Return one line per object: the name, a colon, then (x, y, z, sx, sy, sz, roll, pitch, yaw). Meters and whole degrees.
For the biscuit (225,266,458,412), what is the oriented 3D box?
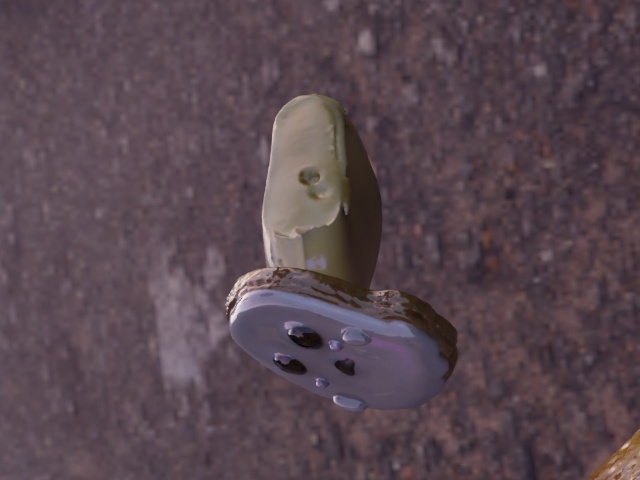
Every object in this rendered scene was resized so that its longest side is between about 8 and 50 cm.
biscuit: (0.014, 0.092, 1.438, 0.181, 0.208, 0.049, 92, -166, -58)

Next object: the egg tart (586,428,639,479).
egg tart: (0.267, 0.182, 1.025, 0.215, 0.171, 0.215, 51, 159, 28)

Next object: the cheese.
cheese: (0.000, 0.000, 1.939, 0.316, 0.128, 0.260, 74, -159, -54)
